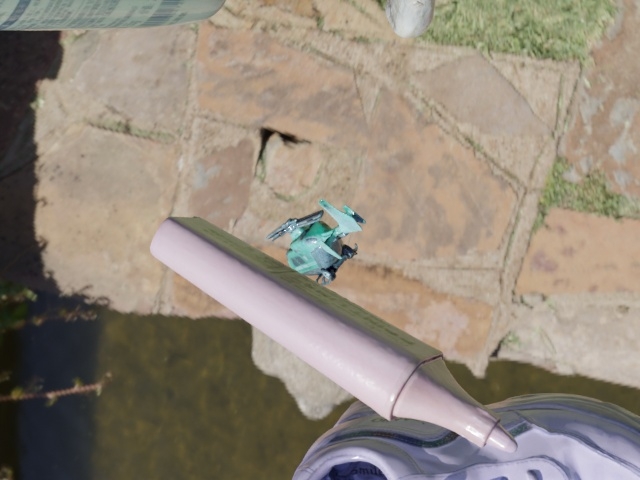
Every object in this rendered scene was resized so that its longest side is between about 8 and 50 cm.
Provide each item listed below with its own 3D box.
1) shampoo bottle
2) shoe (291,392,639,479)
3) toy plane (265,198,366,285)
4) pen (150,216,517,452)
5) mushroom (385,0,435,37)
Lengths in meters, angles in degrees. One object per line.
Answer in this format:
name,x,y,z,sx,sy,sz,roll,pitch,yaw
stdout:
shampoo bottle,-0.132,-0.123,0.421,0.072,0.212,0.049,-17,88,42
shoe,0.093,0.150,0.543,0.245,0.138,0.095,2,102,30
toy plane,0.000,0.000,1.140,0.096,0.060,0.235,45,158,-9
pen,0.005,0.043,0.433,0.197,0.053,0.032,31,101,20
mushroom,0.165,-0.452,1.593,0.081,0.092,0.223,-7,142,-9
